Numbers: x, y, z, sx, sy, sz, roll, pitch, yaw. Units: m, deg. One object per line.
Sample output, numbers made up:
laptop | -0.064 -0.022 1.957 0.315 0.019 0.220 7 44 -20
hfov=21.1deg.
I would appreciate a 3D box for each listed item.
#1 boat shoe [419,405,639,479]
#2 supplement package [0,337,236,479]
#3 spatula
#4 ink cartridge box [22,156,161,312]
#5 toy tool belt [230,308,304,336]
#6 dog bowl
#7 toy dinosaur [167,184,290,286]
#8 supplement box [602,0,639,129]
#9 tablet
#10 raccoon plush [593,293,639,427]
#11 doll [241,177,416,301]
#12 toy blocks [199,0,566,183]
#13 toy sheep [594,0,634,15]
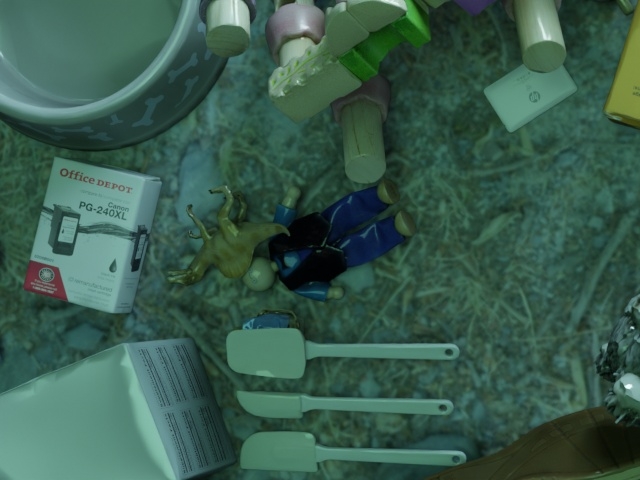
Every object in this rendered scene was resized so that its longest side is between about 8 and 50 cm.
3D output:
boat shoe | 0.229 0.268 1.704 0.342 0.123 0.123 -22 114 2
supplement package | -0.221 0.202 1.754 0.194 0.203 0.149 -23 83 12
spatula | 0.027 0.166 1.763 0.242 0.019 0.168 0 108 12
ink cartridge box | -0.244 -0.007 1.836 0.109 0.063 0.150 14 92 13
toy tool belt | -0.060 0.097 1.795 0.083 0.051 0.052 -5 87 14
dog bowl | -0.261 -0.271 1.829 0.349 0.102 0.348 0 89 14
toy dinosaur | -0.089 -0.008 1.795 0.183 0.053 0.092 -26 73 38
supplement box | 0.351 -0.220 1.694 0.078 0.080 0.233 18 91 14
tablet | 0.215 -0.154 1.760 0.083 0.006 0.054 -33 82 11
raccoon plush | 0.454 0.189 1.576 0.299 0.216 0.446 -29 82 7
doll | 0.000 0.000 1.786 0.189 0.046 0.129 -28 92 18
toy blocks | 0.047 -0.277 1.668 0.289 0.309 0.260 -31 40 27
toy sheep | 0.277 -0.284 1.710 0.091 0.091 0.132 -34 86 10
